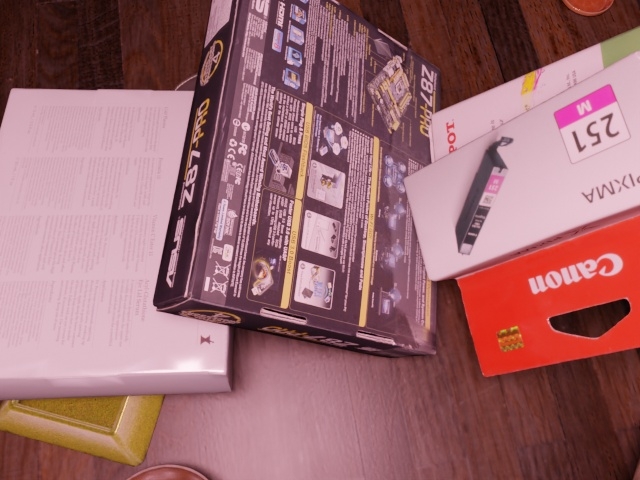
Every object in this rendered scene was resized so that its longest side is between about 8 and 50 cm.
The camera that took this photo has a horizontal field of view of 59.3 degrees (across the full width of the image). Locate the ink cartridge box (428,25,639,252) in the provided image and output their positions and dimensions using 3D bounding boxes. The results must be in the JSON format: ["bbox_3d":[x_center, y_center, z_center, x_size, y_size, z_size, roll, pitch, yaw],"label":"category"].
[{"bbox_3d":[0.275,-0.084,0.637,0.117,0.278,0.202,8,74,-42],"label":"ink cartridge box"}]

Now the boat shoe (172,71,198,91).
[{"bbox_3d":[-0.109,-0.240,0.797,0.223,0.073,0.080,-20,73,-8],"label":"boat shoe"}]

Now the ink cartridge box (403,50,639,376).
[{"bbox_3d":[0.225,-0.004,0.552,0.060,0.275,0.239,4,68,-42],"label":"ink cartridge box"}]

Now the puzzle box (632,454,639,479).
[{"bbox_3d":[0.552,0.295,0.599,0.408,0.052,0.272,36,56,11],"label":"puzzle box"}]

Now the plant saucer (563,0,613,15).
[{"bbox_3d":[0.421,-0.390,0.891,0.083,0.013,0.084,1,72,-2],"label":"plant saucer"}]

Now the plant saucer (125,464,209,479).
[{"bbox_3d":[-0.172,0.333,0.606,0.168,0.029,0.169,-6,57,9],"label":"plant saucer"}]

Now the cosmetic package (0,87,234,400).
[{"bbox_3d":[-0.244,-0.010,0.672,0.284,0.097,0.378,-1,62,-3],"label":"cosmetic package"}]

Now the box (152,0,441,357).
[{"bbox_3d":[0.004,-0.085,0.651,0.318,0.097,0.395,17,68,-32],"label":"box"}]

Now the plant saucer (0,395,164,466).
[{"bbox_3d":[-0.278,0.153,0.675,0.188,0.045,0.189,13,72,3],"label":"plant saucer"}]
